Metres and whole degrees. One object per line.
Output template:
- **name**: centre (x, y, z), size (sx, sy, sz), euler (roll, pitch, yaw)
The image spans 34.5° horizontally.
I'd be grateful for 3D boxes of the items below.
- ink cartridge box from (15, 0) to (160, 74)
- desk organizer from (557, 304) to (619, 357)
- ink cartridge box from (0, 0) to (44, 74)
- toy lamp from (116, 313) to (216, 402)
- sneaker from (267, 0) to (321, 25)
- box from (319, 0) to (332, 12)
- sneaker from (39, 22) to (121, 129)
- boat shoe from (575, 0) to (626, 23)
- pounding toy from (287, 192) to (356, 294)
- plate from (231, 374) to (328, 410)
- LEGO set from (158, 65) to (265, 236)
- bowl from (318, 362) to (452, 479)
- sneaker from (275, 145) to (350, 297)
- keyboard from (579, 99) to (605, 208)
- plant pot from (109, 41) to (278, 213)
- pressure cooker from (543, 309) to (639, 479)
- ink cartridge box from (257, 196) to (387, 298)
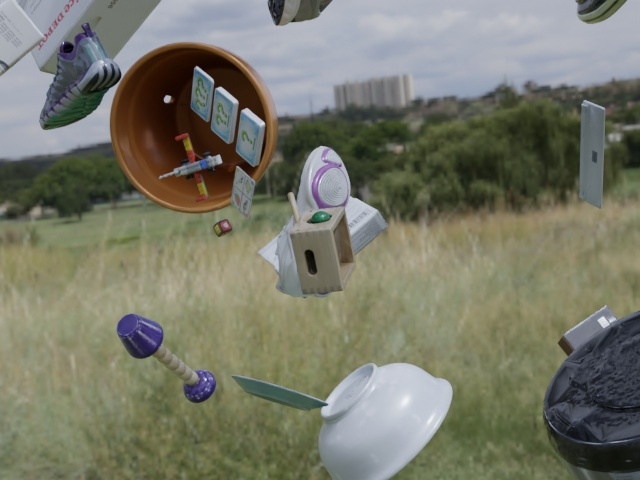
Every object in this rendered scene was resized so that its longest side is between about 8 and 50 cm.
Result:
- **ink cartridge box**: centre (-0.566, -0.599, 2.331), size (0.285, 0.395, 0.166), euler (-44, -29, 27)
- **desk organizer**: centre (0.585, 0.200, 2.251), size (0.130, 0.047, 0.050), euler (-31, -20, -17)
- **ink cartridge box**: centre (-0.650, -0.349, 1.965), size (0.237, 0.100, 0.172), euler (-42, 19, -7)
- **toy lamp**: centre (-0.292, 0.220, 1.933), size (0.080, 0.080, 0.275), euler (-4, -34, 23)
- **sneaker**: centre (-0.020, -0.508, 1.853), size (0.107, 0.100, 0.272), euler (-7, -36, -23)
- **box**: centre (-0.149, -0.725, 2.377), size (0.395, 0.097, 0.318), euler (39, -6, 21)
- **sneaker**: centre (-0.393, -0.257, 1.635), size (0.083, 0.098, 0.223), euler (-20, -6, -44)
- **boat shoe**: centre (0.570, -0.565, 1.897), size (0.156, 0.187, 0.500), euler (36, -14, 4)
- **pounding toy**: centre (-0.009, 0.000, 1.715), size (0.100, 0.141, 0.130), euler (-7, 19, 16)
- **plate**: centre (-0.077, 0.285, 1.889), size (0.188, 0.024, 0.188), euler (16, -13, 4)
- **LEGO set**: centre (-0.174, -0.123, 1.620), size (0.060, 0.244, 0.182), euler (-22, 50, -35)
- **bowl**: centre (0.095, 0.328, 1.937), size (0.298, 0.134, 0.298), euler (-42, 10, 9)
- **sneaker**: centre (-0.031, -0.037, 1.986), size (0.114, 0.305, 0.152), euler (23, -23, -39)
- **keyboard**: centre (0.638, -0.199, 2.414), size (0.014, 0.256, 0.072), euler (-22, 32, -27)
- **plant pot**: centre (-0.201, -0.208, 1.827), size (0.290, 0.291, 0.203), euler (-5, 11, 13)
- **pressure cooker**: centre (0.576, 0.348, 1.569), size (0.375, 0.420, 0.370), euler (-37, 16, -13)
- **ink cartridge box**: centre (0.000, 0.000, 2.560), size (0.275, 0.060, 0.239), euler (-41, 29, -8)
